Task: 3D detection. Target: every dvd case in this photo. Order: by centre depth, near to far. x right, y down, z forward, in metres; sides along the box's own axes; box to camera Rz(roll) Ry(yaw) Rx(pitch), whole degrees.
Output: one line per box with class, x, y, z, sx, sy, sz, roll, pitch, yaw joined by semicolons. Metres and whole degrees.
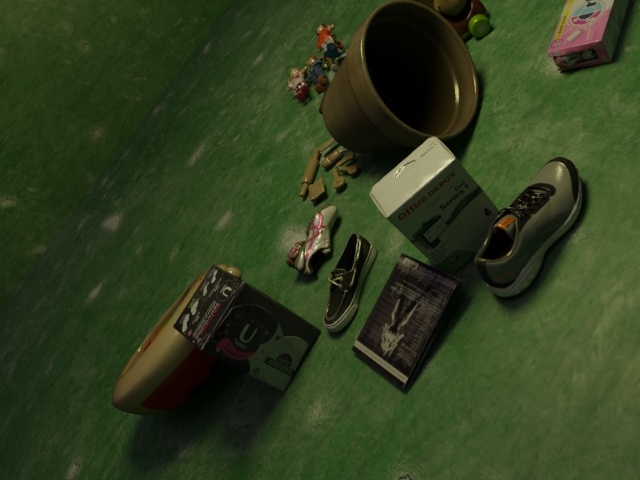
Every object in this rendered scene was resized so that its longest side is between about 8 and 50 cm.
dvd case;0.160;0.147;1.111;0.164;0.018;0.221;28;90;53

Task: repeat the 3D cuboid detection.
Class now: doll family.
doll family;0.001;-0.561;1.861;0.263;0.118;0.163;-50;38;33

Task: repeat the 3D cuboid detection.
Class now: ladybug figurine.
ladybug figurine;-0.318;0.249;1.399;0.449;0.161;0.305;-49;12;15

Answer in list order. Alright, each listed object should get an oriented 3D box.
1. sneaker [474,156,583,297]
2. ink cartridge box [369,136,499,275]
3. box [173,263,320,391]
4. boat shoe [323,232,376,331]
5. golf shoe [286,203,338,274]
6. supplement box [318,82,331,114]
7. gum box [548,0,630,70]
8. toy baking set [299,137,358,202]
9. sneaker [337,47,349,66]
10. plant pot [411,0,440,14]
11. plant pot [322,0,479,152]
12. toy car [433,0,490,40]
sneaker;0.359;-0.035;1.007;0.100;0.108;0.272;19;73;54
ink cartridge box;0.221;-0.057;1.076;0.160;0.219;0.093;-42;37;13
box;-0.152;0.190;1.239;0.142;0.247;0.163;19;75;51
boat shoe;0.049;0.088;1.263;0.077;0.070;0.220;-1;59;47
golf shoe;0.000;0.000;1.408;0.085;0.067;0.186;26;78;26
supplement box;0.097;-0.400;1.621;0.188;0.080;0.104;-13;51;40
gum box;0.546;-0.435;1.186;0.107;0.062;0.189;2;61;48
toy baking set;0.037;-0.212;1.573;0.196;0.030;0.256;-11;52;38
sneaker;0.153;-0.538;1.663;0.125;0.104;0.261;-54;36;-7
plant pot;0.315;-0.760;1.593;0.290;0.203;0.291;-29;41;28
plant pot;0.153;-0.340;1.360;0.280;0.323;0.323;-21;43;58
toy car;0.312;-0.586;1.459;0.149;0.188;0.155;-35;39;21
